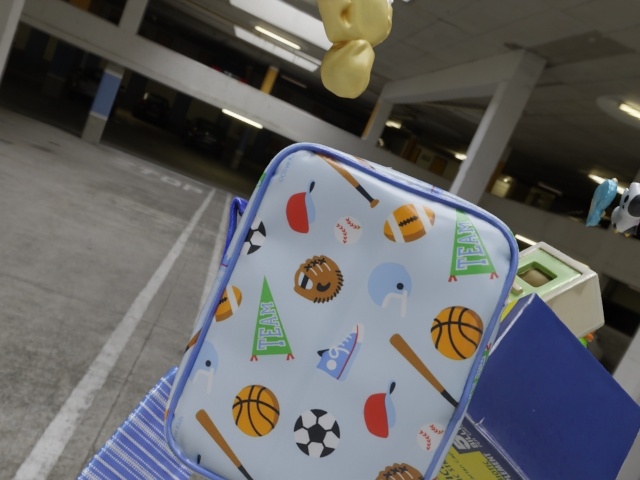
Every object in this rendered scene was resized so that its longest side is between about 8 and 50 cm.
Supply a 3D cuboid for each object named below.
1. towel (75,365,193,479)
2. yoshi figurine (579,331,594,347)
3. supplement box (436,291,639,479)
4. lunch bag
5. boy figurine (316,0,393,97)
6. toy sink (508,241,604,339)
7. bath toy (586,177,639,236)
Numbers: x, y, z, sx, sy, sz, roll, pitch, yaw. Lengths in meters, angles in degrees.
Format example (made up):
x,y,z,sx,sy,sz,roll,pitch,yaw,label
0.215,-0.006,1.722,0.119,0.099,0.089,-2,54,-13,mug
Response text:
x,y,z,sx,sy,sz,roll,pitch,yaw,label
-0.385,0.505,1.315,0.040,0.336,0.243,-3,-50,48,towel
0.485,0.322,1.242,0.203,0.362,0.203,15,0,18,yoshi figurine
0.189,0.250,0.726,0.194,0.195,0.356,48,-33,5,supplement box
0.013,0.074,0.465,0.243,0.303,0.115,23,-2,12,lunch bag
0.056,-0.374,0.868,0.092,0.285,0.177,14,19,42,boy figurine
0.369,0.124,1.008,0.131,0.234,0.153,67,-6,-28,toy sink
0.911,-0.051,1.452,0.348,0.129,0.151,17,-14,18,bath toy
